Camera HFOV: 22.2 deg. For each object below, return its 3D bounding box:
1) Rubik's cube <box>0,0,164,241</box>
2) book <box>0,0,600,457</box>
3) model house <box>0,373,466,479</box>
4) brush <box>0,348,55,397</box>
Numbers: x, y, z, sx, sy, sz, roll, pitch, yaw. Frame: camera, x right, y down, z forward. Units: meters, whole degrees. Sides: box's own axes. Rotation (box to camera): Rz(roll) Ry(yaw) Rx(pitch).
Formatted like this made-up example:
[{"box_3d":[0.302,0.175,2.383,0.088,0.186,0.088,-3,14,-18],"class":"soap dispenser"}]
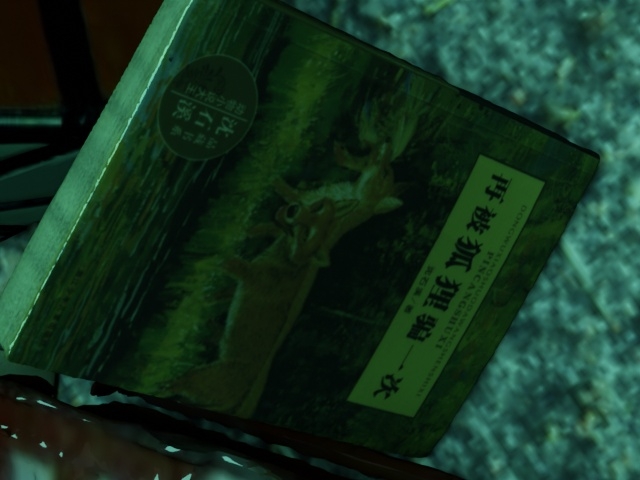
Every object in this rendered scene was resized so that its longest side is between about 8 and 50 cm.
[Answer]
[{"box_3d":[-0.231,-0.135,0.662,0.288,0.293,0.283,-17,79,39],"class":"Rubik's cube"},{"box_3d":[0.000,0.000,0.649,0.024,0.228,0.160,42,106,48],"class":"book"},{"box_3d":[-0.062,0.197,0.693,0.196,0.160,0.254,15,95,20],"class":"model house"},{"box_3d":[-0.170,0.212,0.782,0.050,0.060,0.321,8,92,63],"class":"brush"}]
